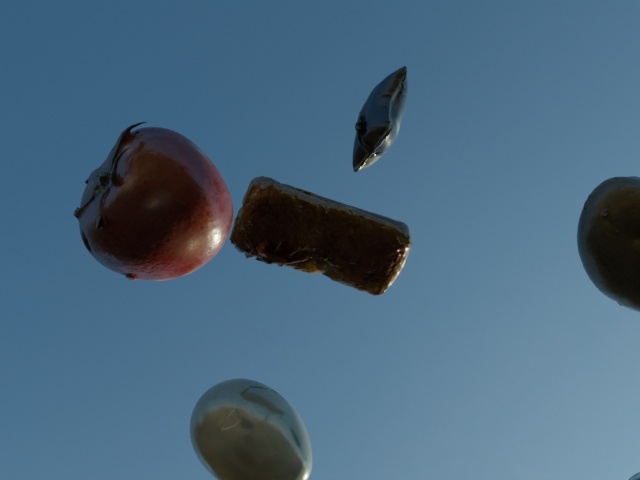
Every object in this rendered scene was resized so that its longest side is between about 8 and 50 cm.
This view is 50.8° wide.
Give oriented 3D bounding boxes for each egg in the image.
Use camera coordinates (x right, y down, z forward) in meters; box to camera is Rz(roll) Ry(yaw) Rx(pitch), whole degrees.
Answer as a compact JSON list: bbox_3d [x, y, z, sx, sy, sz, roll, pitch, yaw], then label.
[{"bbox_3d":[-0.100,0.290,0.986,0.209,0.151,0.151,26,-64,35],"label":"egg"}]

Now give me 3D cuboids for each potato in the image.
[{"bbox_3d":[0.503,0.008,1.053,0.178,0.160,0.235,-25,-89,-21],"label":"potato"}]

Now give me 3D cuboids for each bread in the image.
[{"bbox_3d":[0.000,-0.001,1.050,0.271,0.077,0.139,20,-68,-10],"label":"bread"}]

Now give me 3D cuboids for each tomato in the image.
[{"bbox_3d":[-0.169,-0.038,0.719,0.168,0.167,0.167,2,-70,6],"label":"tomato"}]

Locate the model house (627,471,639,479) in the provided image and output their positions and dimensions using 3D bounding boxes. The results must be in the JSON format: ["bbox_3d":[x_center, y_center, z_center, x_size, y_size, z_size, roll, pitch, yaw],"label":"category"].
[{"bbox_3d":[0.213,0.279,0.308,0.261,0.226,0.241,27,-82,-31],"label":"model house"}]

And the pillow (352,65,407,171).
[{"bbox_3d":[0.078,-0.156,0.869,0.055,0.135,0.091,13,-37,10],"label":"pillow"}]
